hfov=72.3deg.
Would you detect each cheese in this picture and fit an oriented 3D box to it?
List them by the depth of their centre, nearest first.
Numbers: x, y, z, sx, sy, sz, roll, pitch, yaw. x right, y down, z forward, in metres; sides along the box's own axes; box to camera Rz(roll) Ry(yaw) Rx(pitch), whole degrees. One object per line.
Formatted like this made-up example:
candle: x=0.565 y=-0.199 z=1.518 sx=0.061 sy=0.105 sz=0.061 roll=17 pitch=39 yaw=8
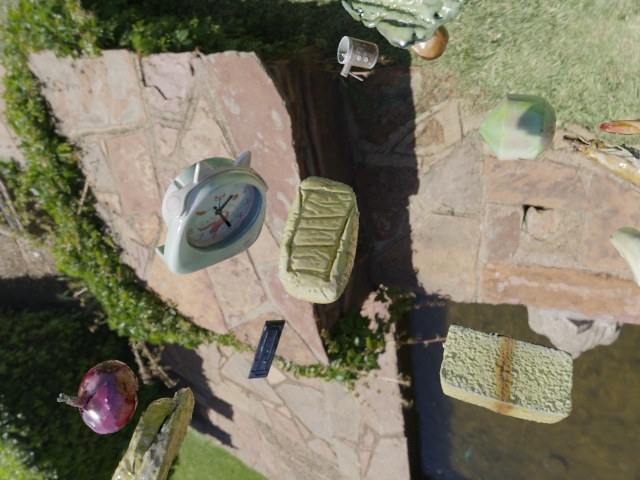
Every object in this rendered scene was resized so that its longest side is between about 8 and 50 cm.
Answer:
cheese: x=0.560 y=0.031 z=0.754 sx=0.050 sy=0.235 sz=0.127 roll=-25 pitch=77 yaw=23

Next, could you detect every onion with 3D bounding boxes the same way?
onion: x=-0.468 y=0.323 z=0.907 sx=0.150 sy=0.140 sz=0.150 roll=-9 pitch=71 yaw=26

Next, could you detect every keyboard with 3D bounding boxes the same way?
keyboard: x=-0.150 y=0.304 z=1.217 sx=0.013 sy=0.061 sz=0.204 roll=49 pitch=127 yaw=49

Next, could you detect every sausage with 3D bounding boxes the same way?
sausage: x=0.247 y=-0.596 z=1.191 sx=0.270 sy=0.109 sz=0.109 roll=59 pitch=139 yaw=26

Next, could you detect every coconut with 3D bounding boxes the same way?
coconut: x=0.656 y=-0.373 z=1.473 sx=0.236 sy=0.204 sz=0.236 roll=12 pitch=147 yaw=8

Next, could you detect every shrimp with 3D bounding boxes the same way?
shrimp: x=0.590 y=-0.179 z=0.851 sx=0.236 sy=0.053 sz=0.133 roll=39 pitch=166 yaw=40

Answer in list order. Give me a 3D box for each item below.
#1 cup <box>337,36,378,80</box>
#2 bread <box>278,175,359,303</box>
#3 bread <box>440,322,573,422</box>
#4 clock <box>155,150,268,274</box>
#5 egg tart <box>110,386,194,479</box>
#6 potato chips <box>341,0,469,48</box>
cup: x=0.108 y=-0.521 z=1.254 sx=0.074 sy=0.099 sz=0.102 roll=-174 pitch=87 yaw=-68
bread: x=0.000 y=0.000 z=0.834 sx=0.140 sy=0.236 sz=0.106 roll=9 pitch=156 yaw=9
bread: x=0.371 y=0.282 z=0.909 sx=0.240 sy=0.135 sz=0.178 roll=10 pitch=155 yaw=20
clock: x=-0.253 y=-0.078 z=1.052 sx=0.108 sy=0.265 sz=0.324 roll=46 pitch=136 yaw=26
egg tart: x=-0.338 y=0.416 z=0.868 sx=0.095 sy=0.278 sz=0.279 roll=27 pitch=134 yaw=-12
potato chips: x=0.210 y=-0.662 z=1.002 sx=0.389 sy=0.097 sz=0.373 roll=57 pitch=131 yaw=25
